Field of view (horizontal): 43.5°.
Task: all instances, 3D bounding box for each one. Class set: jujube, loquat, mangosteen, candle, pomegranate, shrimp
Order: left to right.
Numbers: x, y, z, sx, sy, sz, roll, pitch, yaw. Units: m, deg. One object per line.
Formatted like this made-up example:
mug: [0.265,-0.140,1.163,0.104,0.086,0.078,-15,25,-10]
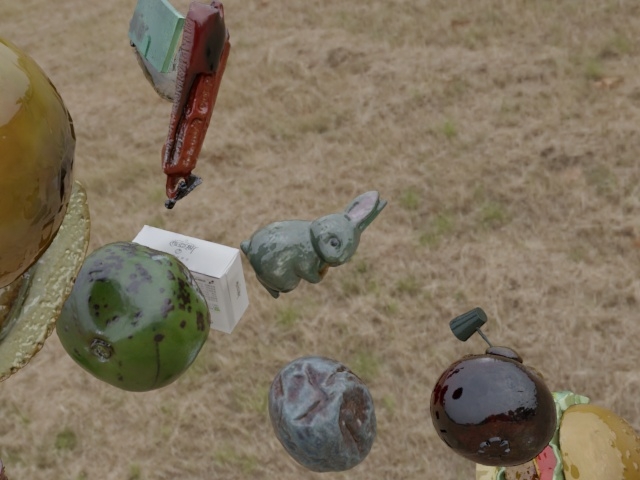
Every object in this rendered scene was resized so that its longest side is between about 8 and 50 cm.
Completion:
loquat: [-0.339,-0.069,0.661,0.263,0.263,0.263,-11,36,8]
pomegranate: [-0.301,0.120,1.329,0.254,0.254,0.270,-7,14,14]
shrimp: [-0.289,-0.375,1.559,0.173,0.058,0.253,-43,61,23]
candle: [-0.179,-0.180,1.104,0.059,0.301,0.084,31,23,34]
jujube: [-0.002,0.401,1.870,0.215,0.308,0.246,9,44,37]
mangosteen: [0.181,0.167,0.841,0.140,0.140,0.140,-11,36,8]

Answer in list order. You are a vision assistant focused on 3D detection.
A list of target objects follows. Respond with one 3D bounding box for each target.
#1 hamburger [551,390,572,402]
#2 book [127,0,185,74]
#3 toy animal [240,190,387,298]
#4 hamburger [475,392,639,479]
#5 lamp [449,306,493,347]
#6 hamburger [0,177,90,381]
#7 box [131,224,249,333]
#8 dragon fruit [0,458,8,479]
hamburger: [0.439,0.386,1.666,0.214,0.235,0.125,-22,71,7]
book: [-0.261,-0.333,1.260,0.017,0.103,0.135,-1,38,-41]
toy animal: [-0.001,0.001,1.353,0.251,0.127,0.125,-26,76,18]
hamburger: [0.388,0.365,1.196,0.212,0.274,0.274,-25,26,37]
lamp: [0.197,0.131,0.947,0.054,0.041,0.121,-42,48,31]
hamburger: [-0.427,0.022,1.105,0.330,0.162,0.209,-62,23,10]
box: [-0.314,0.091,1.884,0.260,0.194,0.111,13,46,16]
dragon fruit: [-0.657,0.475,1.432,0.282,0.147,0.211,9,17,18]
